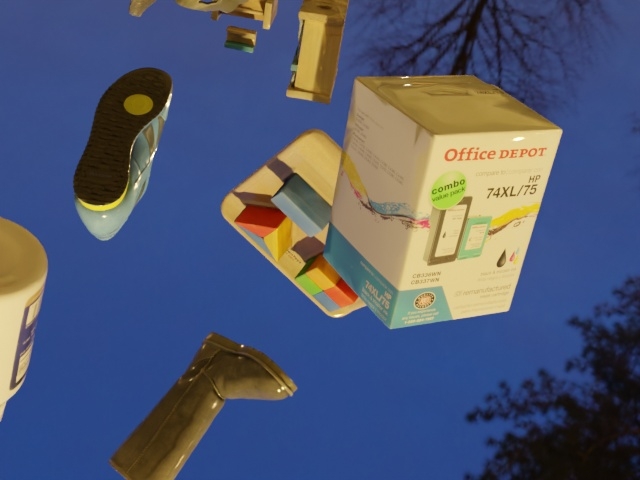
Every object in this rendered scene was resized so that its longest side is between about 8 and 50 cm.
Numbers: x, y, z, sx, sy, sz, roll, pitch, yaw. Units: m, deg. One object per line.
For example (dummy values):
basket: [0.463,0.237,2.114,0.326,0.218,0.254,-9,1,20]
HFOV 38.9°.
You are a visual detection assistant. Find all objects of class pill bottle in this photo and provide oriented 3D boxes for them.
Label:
pill bottle: [-0.299,0.080,0.764,0.112,0.187,0.112,16,-147,-11]

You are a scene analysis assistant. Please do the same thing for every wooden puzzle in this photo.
wooden puzzle: [0.000,0.000,1.549,0.322,0.348,0.080,44,-124,-10]

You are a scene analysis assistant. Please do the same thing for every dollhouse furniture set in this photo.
dollhouse furniture set: [-0.060,-0.298,1.324,0.183,0.129,0.129,11,-149,0]

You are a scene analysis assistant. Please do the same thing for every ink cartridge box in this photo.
ink cartridge box: [0.149,-0.059,1.188,0.198,0.270,0.197,-6,-148,-27]

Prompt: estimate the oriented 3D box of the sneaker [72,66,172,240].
sneaker: [-0.211,-0.095,0.978,0.069,0.082,0.209,11,-123,3]

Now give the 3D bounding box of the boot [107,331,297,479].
boot: [-0.146,0.221,1.099,0.189,0.076,0.208,9,-129,50]

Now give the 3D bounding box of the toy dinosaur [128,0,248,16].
toy dinosaur: [-0.076,-0.228,0.438,0.322,0.218,0.164,-15,-102,-9]
